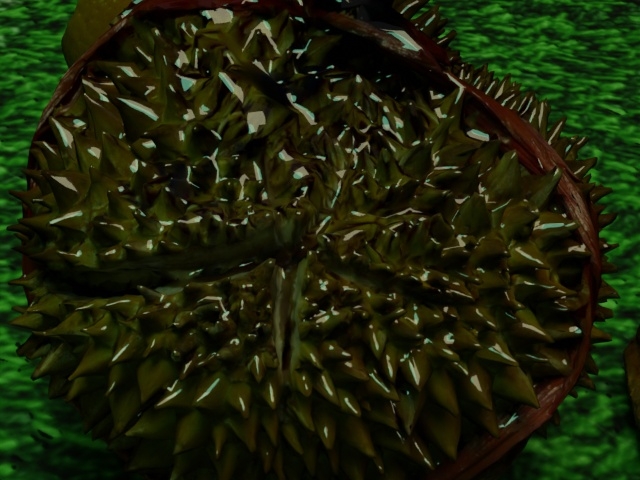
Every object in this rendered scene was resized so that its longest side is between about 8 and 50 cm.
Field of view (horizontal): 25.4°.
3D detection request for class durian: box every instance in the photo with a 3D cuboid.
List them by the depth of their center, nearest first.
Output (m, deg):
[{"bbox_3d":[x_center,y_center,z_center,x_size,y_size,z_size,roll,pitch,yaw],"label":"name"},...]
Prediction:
[{"bbox_3d":[-0.004,-0.004,0.798,0.348,0.347,0.384,23,36,18],"label":"durian"}]

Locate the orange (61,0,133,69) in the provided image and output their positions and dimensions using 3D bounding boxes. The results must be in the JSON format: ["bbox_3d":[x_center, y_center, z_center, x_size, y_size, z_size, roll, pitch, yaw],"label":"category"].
[{"bbox_3d":[-0.084,-0.124,1.064,0.179,0.158,0.237,-17,-6,10],"label":"orange"}]

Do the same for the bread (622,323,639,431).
[{"bbox_3d":[0.339,0.106,0.936,0.271,0.077,0.139,8,34,-3],"label":"bread"}]
